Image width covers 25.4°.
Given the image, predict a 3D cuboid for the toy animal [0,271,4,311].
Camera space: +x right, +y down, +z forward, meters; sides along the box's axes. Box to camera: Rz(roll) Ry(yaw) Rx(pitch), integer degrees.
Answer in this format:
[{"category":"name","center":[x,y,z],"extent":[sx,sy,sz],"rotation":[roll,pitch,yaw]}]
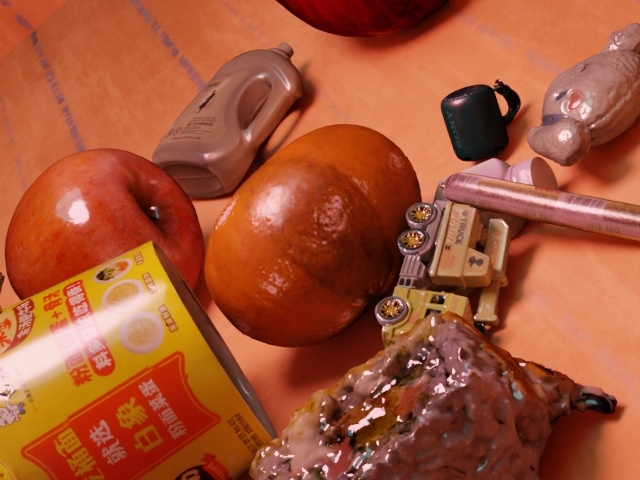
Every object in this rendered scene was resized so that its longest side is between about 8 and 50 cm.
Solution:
[{"category":"toy animal","center":[-0.459,0.139,1.957],"extent":[0.218,0.103,0.101],"rotation":[-42,45,-6]}]

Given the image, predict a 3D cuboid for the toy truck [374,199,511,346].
[{"category":"toy truck","center":[0.118,0.040,1.301],"extent":[0.100,0.077,0.169],"rotation":[4,52,21]}]

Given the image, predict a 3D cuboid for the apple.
[{"category":"apple","center":[-0.264,0.020,1.707],"extent":[0.253,0.253,0.253],"rotation":[-32,28,19]}]

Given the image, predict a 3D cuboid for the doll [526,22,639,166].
[{"category":"doll","center":[0.267,-0.137,1.384],"extent":[0.103,0.071,0.214],"rotation":[-19,26,48]}]

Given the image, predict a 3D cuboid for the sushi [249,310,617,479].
[{"category":"sushi","center":[0.080,0.160,1.110],"extent":[0.274,0.139,0.184],"rotation":[-41,24,1]}]

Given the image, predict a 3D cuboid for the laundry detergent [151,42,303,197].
[{"category":"laundry detergent","center":[-0.109,-0.175,1.936],"extent":[0.181,0.091,0.253],"rotation":[-1,47,51]}]

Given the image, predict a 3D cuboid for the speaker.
[{"category":"speaker","center":[0.170,-0.130,1.509],"extent":[0.060,0.075,0.094],"rotation":[-10,15,35]}]

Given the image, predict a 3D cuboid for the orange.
[{"category":"orange","center":[0.000,0.000,1.404],"extent":[0.240,0.171,0.240],"rotation":[-45,-11,-11]}]

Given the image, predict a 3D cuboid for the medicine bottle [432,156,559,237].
[{"category":"medicine bottle","center":[0.170,-0.039,1.386],"extent":[0.118,0.055,0.074],"rotation":[-23,35,35]}]

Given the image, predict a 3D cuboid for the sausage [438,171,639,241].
[{"category":"sausage","center":[0.212,-0.030,1.278],"extent":[0.269,0.033,0.033],"rotation":[14,58,41]}]

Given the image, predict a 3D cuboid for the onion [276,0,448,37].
[{"category":"onion","center":[0.038,-0.429,1.857],"extent":[0.341,0.341,0.341],"rotation":[-32,28,19]}]

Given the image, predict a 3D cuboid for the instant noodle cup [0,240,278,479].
[{"category":"instant noodle cup","center":[-0.191,0.155,1.348],"extent":[0.221,0.311,0.311],"rotation":[-33,26,-2]}]
